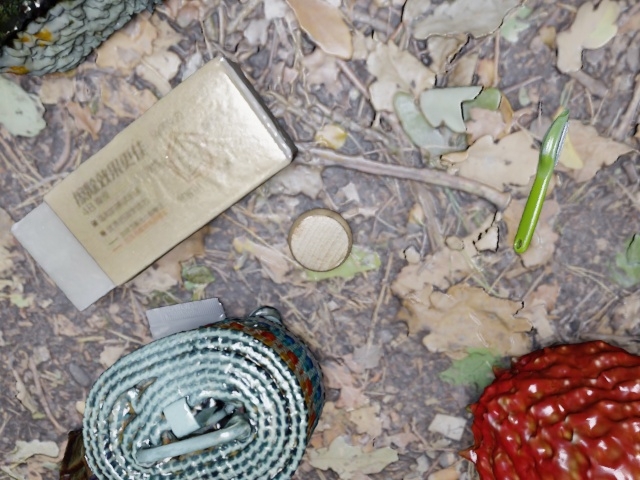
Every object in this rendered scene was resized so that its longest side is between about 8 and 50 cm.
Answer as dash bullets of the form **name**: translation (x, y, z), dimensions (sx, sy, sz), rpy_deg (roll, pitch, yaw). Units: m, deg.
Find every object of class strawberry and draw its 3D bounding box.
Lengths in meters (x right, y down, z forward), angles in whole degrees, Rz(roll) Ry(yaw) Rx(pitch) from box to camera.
- **strawberry**: translation (0.324, 0.259, 0.521), dimensions (0.291, 0.343, 0.292), rpy_deg (0, 88, -4)

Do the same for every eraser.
- **eraser**: translation (-0.202, -0.061, 0.593), dimensions (0.343, 0.078, 0.144), rpy_deg (-33, 100, 11)

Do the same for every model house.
- **model house**: translation (-0.326, 0.355, 0.709), dimensions (0.152, 0.106, 0.165), rpy_deg (-36, 65, 22)

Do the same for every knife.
- **knife**: translation (0.273, -0.071, 0.598), dimensions (0.026, 0.022, 0.184), rpy_deg (5, 106, -25)

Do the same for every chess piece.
- **chess piece**: translation (0.000, 0.000, 0.621), dimensions (0.083, 0.038, 0.084), rpy_deg (1, 107, 4)

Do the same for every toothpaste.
- **toothpaste**: translation (-0.161, 0.223, 0.681), dimensions (0.099, 0.068, 0.283), rpy_deg (-14, 98, -22)

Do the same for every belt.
- **belt**: translation (-0.146, 0.206, 0.572), dimensions (0.294, 0.160, 0.207), rpy_deg (-13, 88, 7)

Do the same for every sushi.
- **sushi**: translation (-0.283, -0.275, 0.512), dimensions (0.225, 0.136, 0.126), rpy_deg (-23, 94, 13)

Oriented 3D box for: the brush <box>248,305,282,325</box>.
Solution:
- **brush**: translation (-0.083, 0.236, 0.684), dimensions (0.068, 0.060, 0.297), rpy_deg (2, 93, -15)
